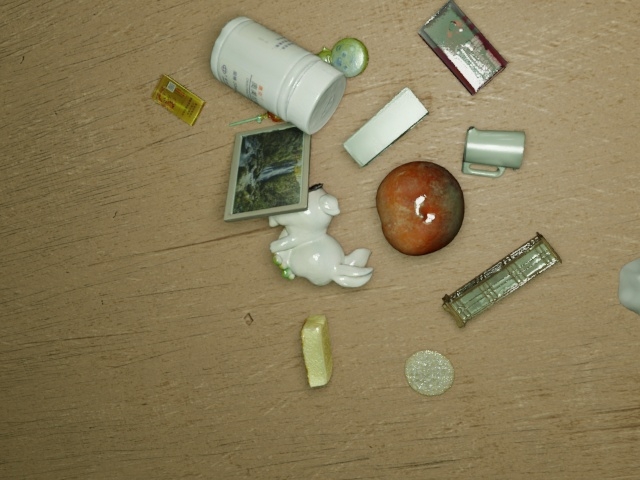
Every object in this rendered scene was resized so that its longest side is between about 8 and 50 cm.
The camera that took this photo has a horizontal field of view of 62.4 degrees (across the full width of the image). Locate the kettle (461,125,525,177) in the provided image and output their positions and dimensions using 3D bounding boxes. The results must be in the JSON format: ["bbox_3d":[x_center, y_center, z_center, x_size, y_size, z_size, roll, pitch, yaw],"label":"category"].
[{"bbox_3d":[0.455,-0.238,1.402,0.148,0.127,0.098,7,70,14],"label":"kettle"}]

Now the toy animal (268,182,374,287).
[{"bbox_3d":[-0.005,0.001,1.498,0.247,0.183,0.310,-19,96,16],"label":"toy animal"}]

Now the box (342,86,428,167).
[{"bbox_3d":[0.177,-0.301,1.426,0.225,0.129,0.086,-40,90,16],"label":"box"}]

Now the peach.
[{"bbox_3d":[0.264,-0.085,1.394,0.253,0.252,0.252,2,101,13],"label":"peach"}]

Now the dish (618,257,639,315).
[{"bbox_3d":[0.882,0.125,1.375,0.191,0.066,0.190,3,101,13],"label":"dish"}]

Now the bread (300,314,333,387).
[{"bbox_3d":[-0.011,0.331,1.592,0.068,0.125,0.188,-6,100,13],"label":"bread"}]

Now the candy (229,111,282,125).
[{"bbox_3d":[-0.182,-0.361,1.547,0.201,0.060,0.060,-10,98,24],"label":"candy"}]

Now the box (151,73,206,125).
[{"bbox_3d":[-0.430,-0.426,1.600,0.156,0.022,0.089,33,105,5],"label":"box"}]

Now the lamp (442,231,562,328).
[{"bbox_3d":[0.491,0.110,1.453,0.325,0.089,0.090,-38,91,18],"label":"lamp"}]

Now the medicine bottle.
[{"bbox_3d":[-0.109,-0.438,1.414,0.332,0.190,0.190,34,106,14],"label":"medicine bottle"}]

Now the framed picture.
[{"bbox_3d":[-0.142,-0.199,1.468,0.241,0.020,0.324,-7,56,15],"label":"framed picture"}]

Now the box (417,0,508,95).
[{"bbox_3d":[0.370,-0.499,1.376,0.120,0.069,0.224,-40,91,17],"label":"box"}]

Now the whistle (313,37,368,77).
[{"bbox_3d":[0.037,-0.501,1.465,0.198,0.057,0.104,1,106,21],"label":"whistle"}]

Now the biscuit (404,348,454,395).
[{"bbox_3d":[0.326,0.395,1.580,0.152,0.020,0.152,2,102,12],"label":"biscuit"}]
